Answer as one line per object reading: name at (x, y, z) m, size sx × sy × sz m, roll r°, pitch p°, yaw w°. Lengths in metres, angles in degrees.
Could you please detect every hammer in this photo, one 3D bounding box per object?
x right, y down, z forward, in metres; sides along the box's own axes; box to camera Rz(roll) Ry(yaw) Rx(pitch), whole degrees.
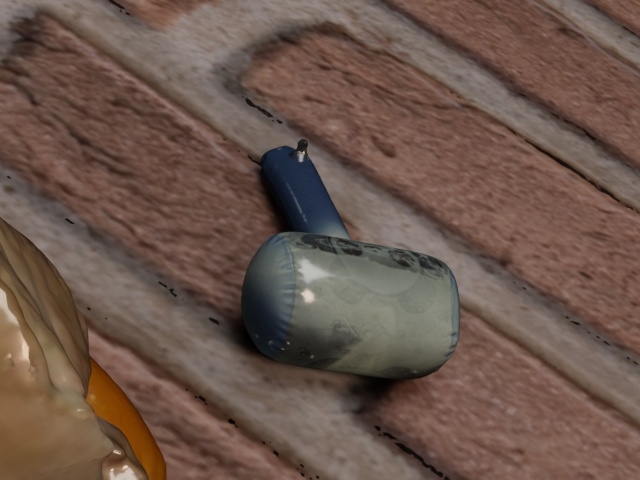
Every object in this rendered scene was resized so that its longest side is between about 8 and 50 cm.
hammer at (0.000, 0.000, 1.011) m, size 0.116 × 0.070 × 0.194 m, roll 9°, pitch 30°, yaw -23°

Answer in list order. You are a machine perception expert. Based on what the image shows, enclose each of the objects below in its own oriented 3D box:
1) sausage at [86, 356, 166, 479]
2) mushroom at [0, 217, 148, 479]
sausage at (-0.161, 0.055, 0.801) m, size 0.238 × 0.098 × 0.098 m, roll 41°, pitch 37°, yaw 21°
mushroom at (-0.198, 0.092, 0.523) m, size 0.297 × 0.290 × 0.297 m, roll 54°, pitch 9°, yaw -12°
